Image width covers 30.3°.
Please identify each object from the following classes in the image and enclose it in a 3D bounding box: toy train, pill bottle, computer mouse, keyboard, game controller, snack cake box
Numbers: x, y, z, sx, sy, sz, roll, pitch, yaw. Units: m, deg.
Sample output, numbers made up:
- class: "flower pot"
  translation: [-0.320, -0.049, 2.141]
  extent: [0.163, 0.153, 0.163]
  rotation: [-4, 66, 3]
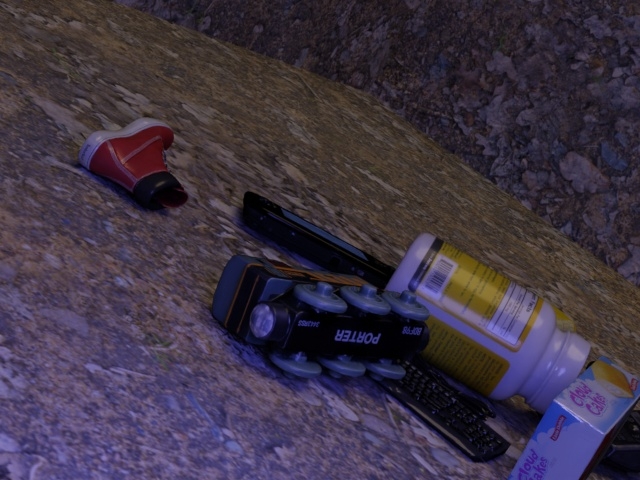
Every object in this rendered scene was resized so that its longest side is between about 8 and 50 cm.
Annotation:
- class: "toy train"
  translation: [0.007, 0.105, 1.678]
  extent: [0.334, 0.142, 0.190]
  rotation: [8, 18, -45]
- class: "pill bottle"
  translation: [0.263, 0.144, 1.946]
  extent: [0.334, 0.188, 0.188]
  rotation: [31, 15, 5]
- class: "computer mouse"
  translation: [0.494, 0.339, 1.998]
  extent: [0.272, 0.072, 0.188]
  rotation: [7, 25, -18]
- class: "keyboard"
  translation: [0.161, 0.223, 1.815]
  extent: [0.317, 0.033, 0.201]
  rotation: [38, 16, 23]
- class: "game controller"
  translation: [0.000, 0.000, 2.153]
  extent: [0.319, 0.067, 0.166]
  rotation: [29, 15, -11]
- class: "snack cake box"
  translation: [0.383, 0.283, 1.749]
  extent: [0.089, 0.152, 0.264]
  rotation: [34, 22, 19]

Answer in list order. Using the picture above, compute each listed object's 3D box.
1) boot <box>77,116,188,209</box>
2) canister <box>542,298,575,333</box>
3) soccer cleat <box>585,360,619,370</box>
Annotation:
- class: "boot"
  translation: [-0.273, -0.120, 1.980]
  extent: [0.176, 0.088, 0.244]
  rotation: [34, 23, 10]
- class: "canister"
  translation: [0.453, 0.168, 2.487]
  extent: [0.126, 0.073, 0.170]
  rotation: [41, 16, 31]
- class: "soccer cleat"
  translation: [0.575, 0.271, 2.388]
  extent: [0.060, 0.072, 0.179]
  rotation: [32, 15, 3]
